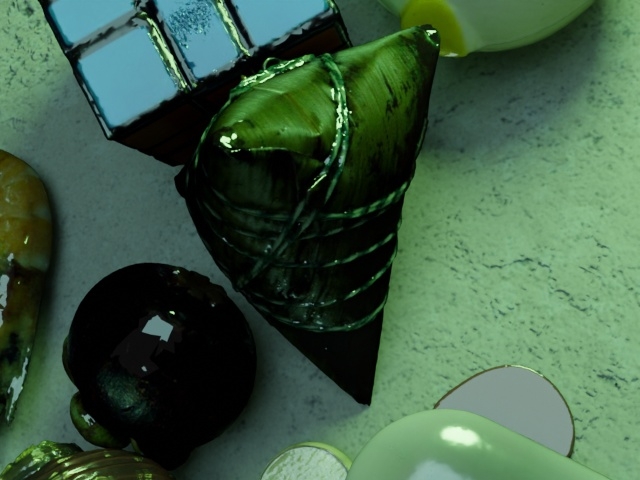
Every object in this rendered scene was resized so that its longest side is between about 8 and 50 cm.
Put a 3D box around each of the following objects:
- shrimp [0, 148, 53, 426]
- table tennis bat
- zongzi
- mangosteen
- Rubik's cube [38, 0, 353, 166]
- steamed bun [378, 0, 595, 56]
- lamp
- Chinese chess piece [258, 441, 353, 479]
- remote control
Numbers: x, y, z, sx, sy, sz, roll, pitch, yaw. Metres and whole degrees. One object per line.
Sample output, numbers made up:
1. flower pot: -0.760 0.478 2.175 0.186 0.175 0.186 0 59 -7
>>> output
1. shrimp: -0.475 0.090 1.199 0.272 0.085 0.445 -12 68 19
2. table tennis bat: 0.158 0.234 0.994 0.246 0.022 0.138 -33 68 4
3. zongzi: 0.000 0.000 0.967 0.319 0.383 0.362 -33 85 -34
4. mangosteen: -0.185 0.140 1.030 0.243 0.243 0.243 -5 73 16
5. Rubik's cube: -0.144 -0.277 1.054 0.283 0.293 0.288 -28 84 3
6. steamed bun: 0.175 -0.391 1.015 0.334 0.334 0.374 -34 62 5
7. lamp: -0.251 0.323 0.957 0.247 0.247 0.247 -5 73 16
8. Chinese chess piece: -0.011 0.285 1.013 0.122 0.051 0.122 -4 73 14
9. remote control: 0.177 0.305 0.910 0.332 0.103 0.221 25 88 15
